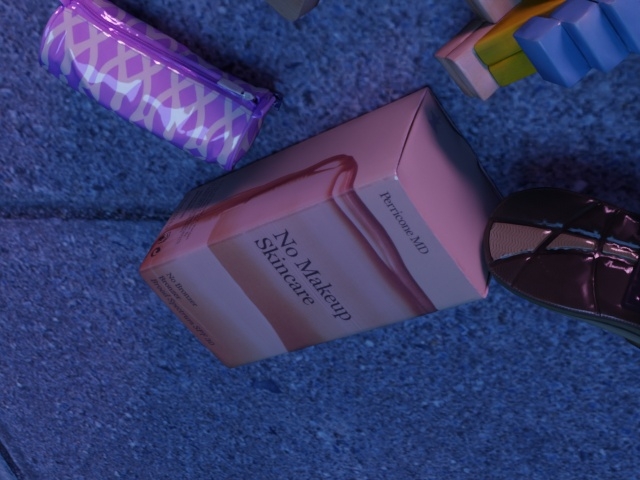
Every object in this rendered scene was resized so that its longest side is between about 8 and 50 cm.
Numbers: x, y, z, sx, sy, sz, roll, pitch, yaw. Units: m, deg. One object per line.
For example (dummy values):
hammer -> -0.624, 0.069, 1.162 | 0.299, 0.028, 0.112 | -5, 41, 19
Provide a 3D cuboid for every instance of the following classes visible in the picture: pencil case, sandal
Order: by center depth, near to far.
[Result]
sandal -> 0.275, 0.044, 0.744 | 0.302, 0.120, 0.086 | 29, 177, 21
pencil case -> -0.140, -0.139, 0.818 | 0.206, 0.086, 0.088 | 27, 155, -4

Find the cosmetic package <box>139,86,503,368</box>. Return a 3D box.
cosmetic package -> 0.000, 0.000, 0.862 | 0.296, 0.129, 0.153 | -21, 120, 35

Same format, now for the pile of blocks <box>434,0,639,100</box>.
pile of blocks -> 0.201, -0.195, 0.586 | 0.362, 0.149, 0.113 | -25, 118, 38

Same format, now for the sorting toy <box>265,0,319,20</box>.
sorting toy -> -0.044, -0.315, 0.568 | 0.257, 0.089, 0.255 | 44, 147, 8
